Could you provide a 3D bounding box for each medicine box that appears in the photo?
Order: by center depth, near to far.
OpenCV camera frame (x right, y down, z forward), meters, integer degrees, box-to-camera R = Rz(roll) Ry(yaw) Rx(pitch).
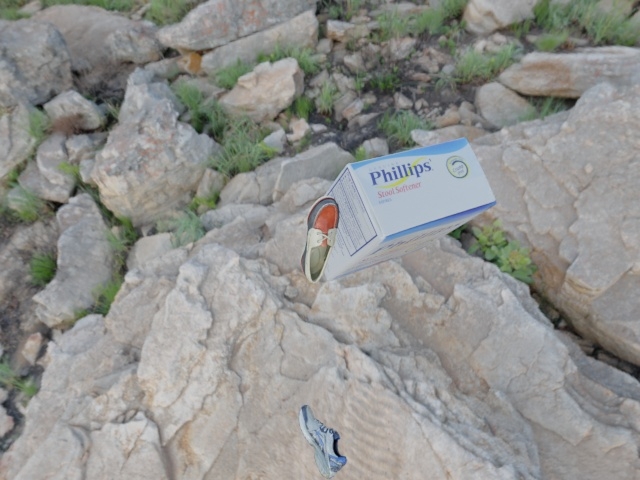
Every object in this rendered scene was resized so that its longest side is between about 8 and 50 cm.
[{"bbox_3d":[0.144,-0.054,0.881,0.263,0.289,0.149,-17,78,-23],"label":"medicine box"}]

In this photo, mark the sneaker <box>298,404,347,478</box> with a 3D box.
[{"bbox_3d":[0.008,0.370,0.824,0.058,0.052,0.135,-36,63,9],"label":"sneaker"}]

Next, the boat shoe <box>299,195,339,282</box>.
[{"bbox_3d":[0.000,0.000,0.643,0.049,0.137,0.043,5,34,-19],"label":"boat shoe"}]
